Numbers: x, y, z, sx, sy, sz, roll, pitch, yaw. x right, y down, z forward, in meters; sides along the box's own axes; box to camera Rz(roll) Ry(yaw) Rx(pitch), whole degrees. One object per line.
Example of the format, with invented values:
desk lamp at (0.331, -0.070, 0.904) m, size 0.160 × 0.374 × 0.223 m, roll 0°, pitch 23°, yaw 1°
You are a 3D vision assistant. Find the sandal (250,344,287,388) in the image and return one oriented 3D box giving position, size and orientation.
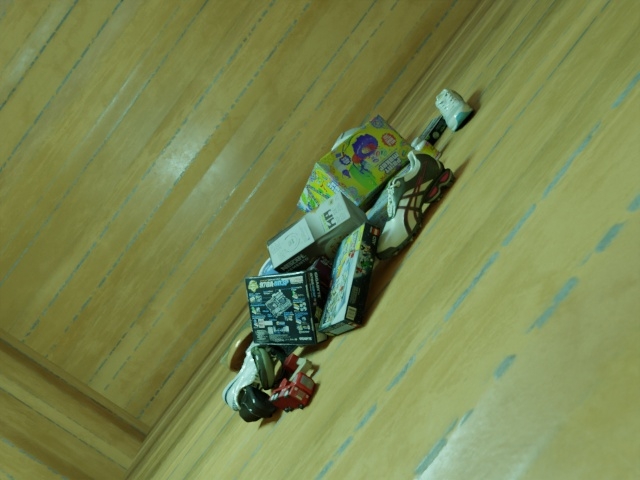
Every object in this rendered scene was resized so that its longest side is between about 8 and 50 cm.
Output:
sandal at (-0.122, 0.321, 1.291) m, size 0.086 × 0.120 × 0.303 m, roll -20°, pitch -6°, yaw -11°

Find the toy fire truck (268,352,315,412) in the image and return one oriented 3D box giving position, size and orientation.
toy fire truck at (-0.054, 0.308, 1.116) m, size 0.135 × 0.047 × 0.192 m, roll -58°, pitch 9°, yaw -32°

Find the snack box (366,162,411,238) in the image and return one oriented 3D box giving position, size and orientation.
snack box at (0.207, -0.109, 1.373) m, size 0.207 × 0.070 × 0.174 m, roll -58°, pitch 8°, yaw -27°

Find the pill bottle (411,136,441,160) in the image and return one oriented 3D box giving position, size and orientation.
pill bottle at (0.301, -0.258, 1.439) m, size 0.043 × 0.083 × 0.043 m, roll -52°, pitch 8°, yaw 10°

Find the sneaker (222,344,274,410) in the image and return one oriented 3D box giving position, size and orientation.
sneaker at (-0.191, 0.396, 1.487) m, size 0.235 × 0.090 × 0.095 m, roll -59°, pitch 22°, yaw -19°

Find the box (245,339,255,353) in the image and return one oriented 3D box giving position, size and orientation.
box at (-0.143, 0.275, 1.766) m, size 0.324 × 0.067 × 0.063 m, roll -53°, pitch 7°, yaw -10°

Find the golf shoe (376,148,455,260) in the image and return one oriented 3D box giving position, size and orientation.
golf shoe at (0.190, -0.080, 1.166) m, size 0.273 × 0.120 × 0.105 m, roll -55°, pitch 9°, yaw -9°

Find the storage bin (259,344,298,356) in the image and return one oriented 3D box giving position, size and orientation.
storage bin at (-0.094, 0.253, 1.493) m, size 0.122 × 0.084 × 0.180 m, roll -48°, pitch 10°, yaw 33°

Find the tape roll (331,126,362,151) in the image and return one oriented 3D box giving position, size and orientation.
tape roll at (0.156, -0.307, 1.952) m, size 0.246 × 0.246 × 0.169 m, roll -50°, pitch 8°, yaw 21°

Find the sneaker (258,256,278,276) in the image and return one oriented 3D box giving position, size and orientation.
sneaker at (-0.038, 0.082, 1.463) m, size 0.322 × 0.130 × 0.236 m, roll -26°, pitch 15°, yaw 1°

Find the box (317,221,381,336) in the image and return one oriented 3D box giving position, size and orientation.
box at (0.065, 0.092, 1.144) m, size 0.159 × 0.044 × 0.233 m, roll 137°, pitch 151°, yaw -62°

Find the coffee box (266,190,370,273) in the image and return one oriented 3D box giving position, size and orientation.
coffee box at (0.000, 0.000, 1.309) m, size 0.246 × 0.141 × 0.098 m, roll -33°, pitch 51°, yaw 17°

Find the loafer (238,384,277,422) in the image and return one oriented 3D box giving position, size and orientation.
loafer at (-0.153, 0.406, 1.213) m, size 0.078 × 0.080 × 0.220 m, roll -65°, pitch 5°, yaw -15°

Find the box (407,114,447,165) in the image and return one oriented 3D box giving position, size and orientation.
box at (0.343, -0.321, 1.656) m, size 0.207 × 0.036 × 0.114 m, roll -53°, pitch 7°, yaw -4°

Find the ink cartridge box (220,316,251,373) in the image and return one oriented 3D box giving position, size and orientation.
ink cartridge box at (-0.281, 0.386, 2.011) m, size 0.235 × 0.088 × 0.193 m, roll -50°, pitch 6°, yaw 25°

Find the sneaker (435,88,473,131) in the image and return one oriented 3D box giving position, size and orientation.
sneaker at (0.389, -0.391, 1.490) m, size 0.087 × 0.092 × 0.229 m, roll -48°, pitch 10°, yaw 22°

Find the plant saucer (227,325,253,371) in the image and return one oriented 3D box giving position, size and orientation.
plant saucer at (-0.267, 0.378, 1.801) m, size 0.200 × 0.037 × 0.200 m, roll -45°, pitch -25°, yaw -28°

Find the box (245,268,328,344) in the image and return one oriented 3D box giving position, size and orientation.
box at (-0.089, 0.168, 1.247) m, size 0.220 × 0.175 × 0.051 m, roll -10°, pitch -2°, yaw 40°

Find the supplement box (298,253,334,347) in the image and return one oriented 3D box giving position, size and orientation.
supplement box at (-0.025, 0.162, 1.310) m, size 0.239 × 0.130 × 0.073 m, roll -47°, pitch 9°, yaw 32°

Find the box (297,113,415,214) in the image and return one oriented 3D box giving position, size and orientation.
box at (0.110, -0.192, 1.593) m, size 0.290 × 0.177 × 0.279 m, roll -41°, pitch -7°, yaw -27°
